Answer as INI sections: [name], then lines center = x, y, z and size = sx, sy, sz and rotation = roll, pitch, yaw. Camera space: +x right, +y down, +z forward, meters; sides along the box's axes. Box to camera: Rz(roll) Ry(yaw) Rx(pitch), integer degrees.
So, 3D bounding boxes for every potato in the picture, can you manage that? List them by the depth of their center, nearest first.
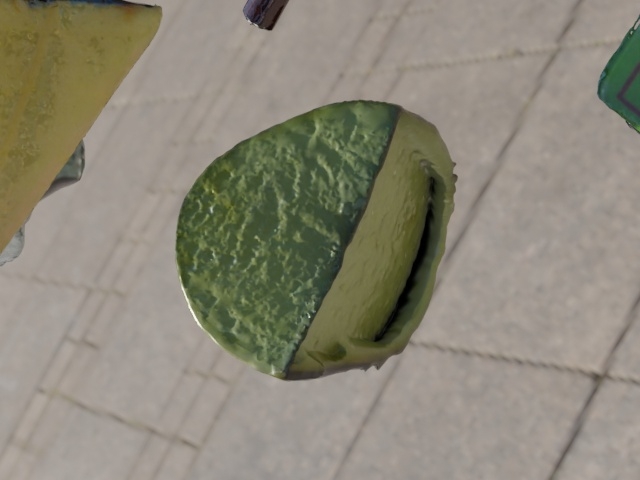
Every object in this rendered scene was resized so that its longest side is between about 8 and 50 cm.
[potato]
center = 0.000, 0.000, 2.051
size = 0.213, 0.280, 0.330
rotation = 21, 85, 28

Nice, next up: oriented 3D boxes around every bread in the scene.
[bread]
center = -0.228, -0.066, 1.418
size = 0.168, 0.163, 0.264
rotation = -173, 87, -71

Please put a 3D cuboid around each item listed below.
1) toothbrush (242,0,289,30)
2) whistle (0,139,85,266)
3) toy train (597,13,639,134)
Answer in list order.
[toothbrush]
center = 0.017, -0.377, 1.848
size = 0.364, 0.041, 0.041
rotation = -60, 22, 19
[whistle]
center = -0.420, -0.059, 1.700
size = 0.405, 0.188, 0.168
rotation = -15, 66, 35
[toy train]
center = 0.410, -0.137, 1.518
size = 0.173, 0.307, 0.249
rotation = -12, -41, -57
